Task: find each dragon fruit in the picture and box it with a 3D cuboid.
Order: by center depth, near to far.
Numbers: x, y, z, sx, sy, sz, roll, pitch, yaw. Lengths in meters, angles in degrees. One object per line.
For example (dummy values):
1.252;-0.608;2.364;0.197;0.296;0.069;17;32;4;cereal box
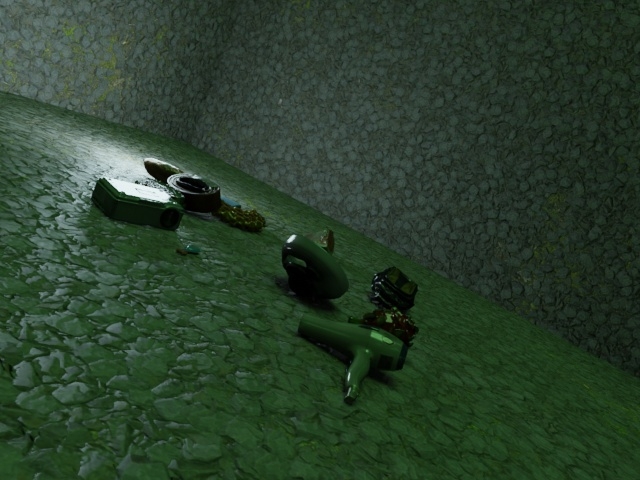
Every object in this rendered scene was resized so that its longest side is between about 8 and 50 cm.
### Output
0.182;0.273;1.470;0.236;0.135;0.137;5;7;9;dragon fruit

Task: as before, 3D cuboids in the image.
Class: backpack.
0.301;0.217;2.001;0.206;0.133;0.258;35;19;11;backpack

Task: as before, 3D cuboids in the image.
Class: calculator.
-0.477;-0.183;2.417;0.121;0.039;0.210;27;10;3;calculator

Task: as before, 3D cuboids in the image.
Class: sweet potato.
-0.691;-0.291;2.323;0.385;0.109;0.109;30;11;1;sweet potato

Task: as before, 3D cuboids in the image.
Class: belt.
-0.545;-0.206;2.077;0.262;0.105;0.184;19;31;24;belt

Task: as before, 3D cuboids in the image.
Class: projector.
-0.628;-0.129;1.661;0.257;0.099;0.192;12;18;-49;projector

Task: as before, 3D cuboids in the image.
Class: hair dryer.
0.046;0.279;1.238;0.296;0.118;0.298;24;21;31;hair dryer

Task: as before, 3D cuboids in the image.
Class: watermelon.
-0.015;0.017;2.361;0.146;0.128;0.231;-1;-8;11;watermelon

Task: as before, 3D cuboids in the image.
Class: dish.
-0.049;0.123;1.622;0.273;0.134;0.273;34;-26;20;dish

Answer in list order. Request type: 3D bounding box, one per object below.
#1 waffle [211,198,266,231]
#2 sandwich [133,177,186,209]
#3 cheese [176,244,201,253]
-0.388;-0.115;2.222;0.293;0.069;0.260;19;16;-26;waffle
-0.668;-0.195;1.944;0.235;0.079;0.159;30;12;26;sandwich
-0.426;0.030;1.554;0.047;0.017;0.111;24;10;15;cheese
